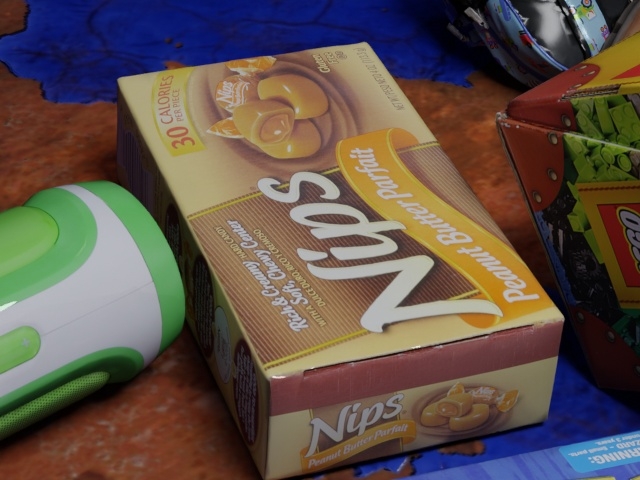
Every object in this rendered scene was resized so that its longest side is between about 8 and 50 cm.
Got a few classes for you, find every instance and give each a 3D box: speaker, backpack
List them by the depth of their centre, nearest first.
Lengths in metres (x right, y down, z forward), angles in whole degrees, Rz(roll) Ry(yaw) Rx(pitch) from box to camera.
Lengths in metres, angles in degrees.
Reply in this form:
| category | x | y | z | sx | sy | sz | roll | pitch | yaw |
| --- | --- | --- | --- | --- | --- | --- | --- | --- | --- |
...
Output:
| category | x | y | z | sx | sy | sz | roll | pitch | yaw |
| --- | --- | --- | --- | --- | --- | --- | --- | --- | --- |
| speaker | -0.224 | 0.069 | 1.086 | 0.296 | 0.131 | 0.131 | -26 | 46 | -32 |
| backpack | 0.174 | -0.185 | 1.450 | 0.158 | 0.117 | 0.173 | -24 | 78 | -31 |

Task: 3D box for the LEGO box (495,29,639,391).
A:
| category | x | y | z | sx | sy | sz | roll | pitch | yaw |
| --- | --- | --- | --- | --- | --- | --- | --- | --- | --- |
| LEGO box | 0.418 | -0.099 | 1.124 | 0.500 | 0.193 | 0.372 | -29 | 14 | -26 |

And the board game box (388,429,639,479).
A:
| category | x | y | z | sx | sy | sz | roll | pitch | yaw |
| --- | --- | --- | --- | --- | --- | --- | --- | --- | --- |
| board game box | 0.120 | 0.210 | 0.919 | 0.318 | 0.066 | 0.318 | -10 | 27 | -14 |

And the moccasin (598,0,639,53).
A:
| category | x | y | z | sx | sy | sz | roll | pitch | yaw |
| --- | --- | --- | --- | --- | --- | --- | --- | --- | --- |
| moccasin | 0.297 | -0.120 | 1.354 | 0.147 | 0.139 | 0.380 | 26 | 46 | 27 |

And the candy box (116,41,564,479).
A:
| category | x | y | z | sx | sy | sz | roll | pitch | yaw |
| --- | --- | --- | --- | --- | --- | --- | --- | --- | --- |
| candy box | 0.000 | 0.000 | 1.221 | 0.183 | 0.088 | 0.316 | -11 | 40 | -17 |
